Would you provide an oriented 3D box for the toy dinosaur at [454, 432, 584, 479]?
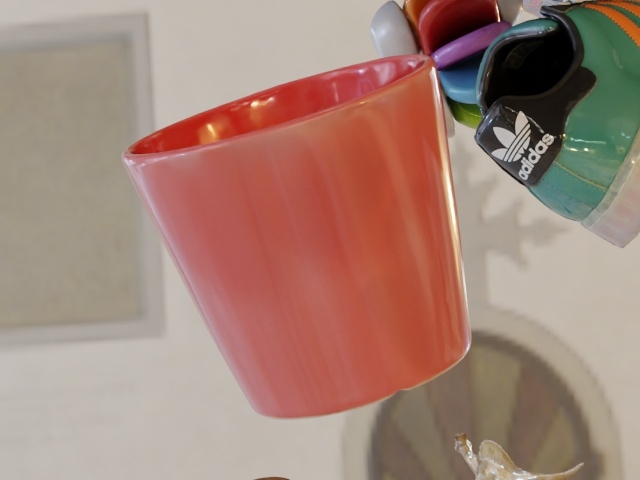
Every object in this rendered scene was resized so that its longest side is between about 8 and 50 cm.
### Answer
[{"bbox_3d":[0.193,0.251,1.988,0.053,0.093,0.183,-24,23,-34],"label":"toy dinosaur"}]

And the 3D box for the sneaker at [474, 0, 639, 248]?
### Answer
[{"bbox_3d":[0.167,-0.113,1.198,0.121,0.108,0.302,29,29,-4],"label":"sneaker"}]

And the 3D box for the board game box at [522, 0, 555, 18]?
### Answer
[{"bbox_3d":[0.223,-0.284,2.065,0.145,0.027,0.281,26,-1,-5],"label":"board game box"}]

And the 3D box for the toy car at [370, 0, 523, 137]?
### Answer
[{"bbox_3d":[0.147,-0.201,1.940,0.159,0.182,0.136,-24,-9,-7],"label":"toy car"}]

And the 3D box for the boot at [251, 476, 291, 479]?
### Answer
[{"bbox_3d":[-0.008,0.254,1.767,0.118,0.042,0.087,13,-17,27],"label":"boot"}]

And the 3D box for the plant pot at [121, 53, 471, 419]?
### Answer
[{"bbox_3d":[0.000,0.000,1.584,0.275,0.243,0.275,-17,11,4],"label":"plant pot"}]

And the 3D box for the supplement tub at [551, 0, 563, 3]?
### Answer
[{"bbox_3d":[0.151,-0.358,1.597,0.325,0.235,0.235,25,-19,-23],"label":"supplement tub"}]
